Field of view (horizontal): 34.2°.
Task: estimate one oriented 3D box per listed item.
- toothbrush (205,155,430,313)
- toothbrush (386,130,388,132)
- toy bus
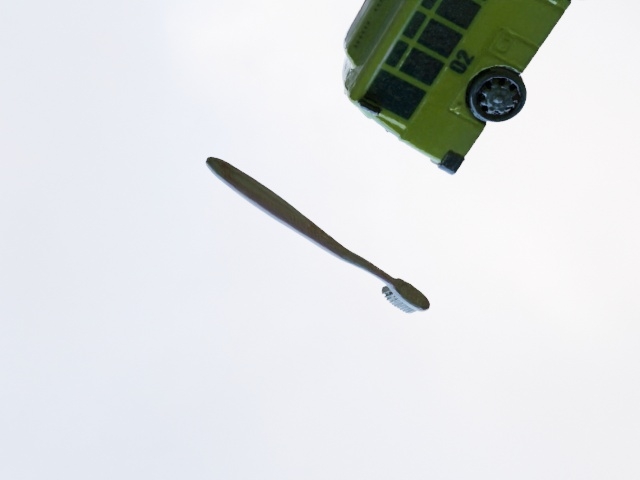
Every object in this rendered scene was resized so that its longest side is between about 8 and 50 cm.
[{"bbox_3d":[0.000,0.000,1.077,0.307,0.029,0.025,34,-128,-27],"label":"toothbrush"},{"bbox_3d":[0.128,-0.230,1.233,0.025,0.275,0.019,24,-138,4],"label":"toothbrush"},{"bbox_3d":[0.085,-0.135,0.582,0.101,0.175,0.088,26,-152,-15],"label":"toy bus"}]
